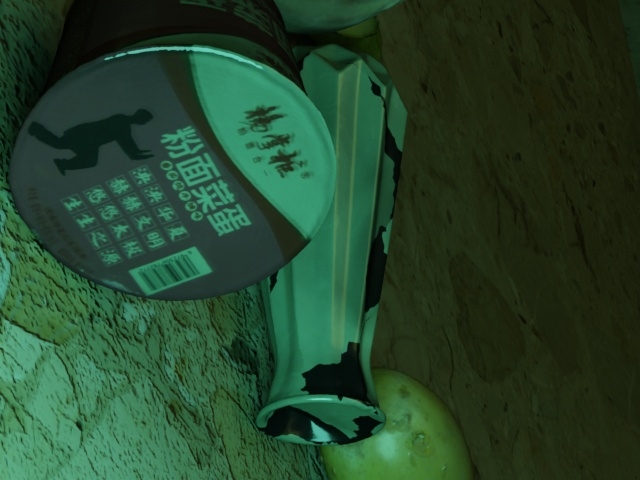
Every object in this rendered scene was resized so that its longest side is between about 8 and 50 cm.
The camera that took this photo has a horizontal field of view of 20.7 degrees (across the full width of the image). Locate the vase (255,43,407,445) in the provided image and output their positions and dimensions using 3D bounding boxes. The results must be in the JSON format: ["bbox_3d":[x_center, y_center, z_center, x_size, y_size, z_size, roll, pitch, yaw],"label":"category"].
[{"bbox_3d":[0.000,0.000,1.609,0.165,0.165,0.360,43,42,-53],"label":"vase"}]

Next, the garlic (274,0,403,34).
[{"bbox_3d":[-0.037,-0.356,1.655,0.231,0.246,0.340,-63,143,-41],"label":"garlic"}]

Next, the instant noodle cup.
[{"bbox_3d":[-0.110,-0.098,1.318,0.235,0.235,0.178,56,18,-37],"label":"instant noodle cup"}]

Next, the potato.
[{"bbox_3d":[0.080,0.227,1.664,0.150,0.146,0.234,-47,124,-32],"label":"potato"}]

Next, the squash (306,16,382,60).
[{"bbox_3d":[0.030,-0.232,1.930,0.090,0.075,0.200,56,10,30],"label":"squash"}]
